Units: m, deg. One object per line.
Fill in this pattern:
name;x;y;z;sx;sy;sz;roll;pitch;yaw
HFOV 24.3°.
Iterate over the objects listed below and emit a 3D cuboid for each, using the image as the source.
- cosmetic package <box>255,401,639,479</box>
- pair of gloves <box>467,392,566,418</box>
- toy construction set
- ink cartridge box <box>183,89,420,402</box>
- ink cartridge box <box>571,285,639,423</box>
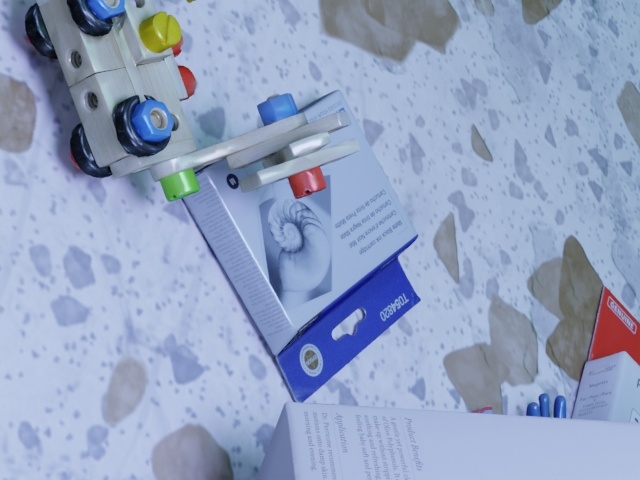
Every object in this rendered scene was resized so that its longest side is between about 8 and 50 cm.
cosmetic package;0.140;0.251;1.151;0.366;0.155;0.197;7;44;-14
pair of gloves;0.206;0.234;1.466;0.198;0.023;0.159;-3;73;-40
toy construction set;-0.119;-0.158;1.218;0.215;0.151;0.327;-21;76;-50
ink cartridge box;0.000;0.000;1.346;0.223;0.045;0.224;-37;102;-48
ink cartridge box;0.395;0.214;1.670;0.275;0.060;0.239;44;47;-25
